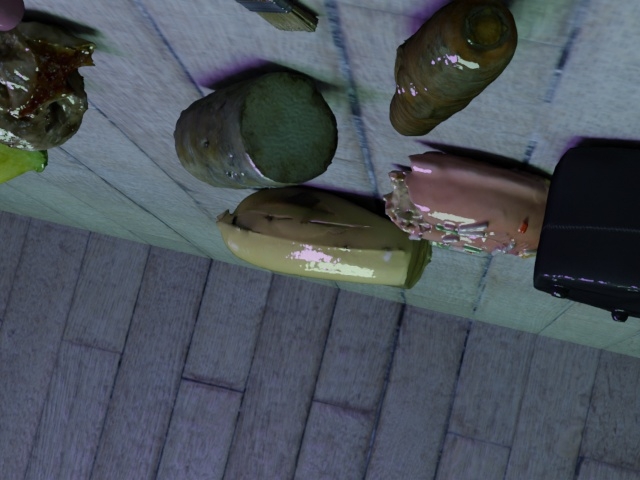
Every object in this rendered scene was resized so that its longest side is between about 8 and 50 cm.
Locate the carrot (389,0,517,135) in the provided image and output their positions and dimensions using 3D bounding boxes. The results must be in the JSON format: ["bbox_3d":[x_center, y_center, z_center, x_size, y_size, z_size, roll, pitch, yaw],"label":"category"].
[{"bbox_3d":[0.085,-0.120,0.935,0.070,0.070,0.342,14,174,-3],"label":"carrot"}]

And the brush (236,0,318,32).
[{"bbox_3d":[-0.061,-0.189,0.875,0.043,0.014,0.170,9,170,36],"label":"brush"}]

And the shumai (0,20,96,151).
[{"bbox_3d":[-0.289,-0.158,1.150,0.139,0.123,0.105,28,160,-5],"label":"shumai"}]

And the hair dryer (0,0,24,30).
[{"bbox_3d":[-0.336,-0.226,1.018,0.154,0.054,0.106,22,179,13],"label":"hair dryer"}]

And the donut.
[{"bbox_3d":[0.173,-0.034,1.350,0.199,0.085,0.233,13,174,-2],"label":"donut"}]

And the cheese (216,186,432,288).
[{"bbox_3d":[0.000,0.000,1.771,0.315,0.128,0.259,14,175,10],"label":"cheese"}]

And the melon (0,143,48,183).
[{"bbox_3d":[-0.491,-0.149,1.248,0.331,0.226,0.343,24,162,13],"label":"melon"}]

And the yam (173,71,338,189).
[{"bbox_3d":[-0.070,-0.103,1.184,0.107,0.107,0.194,17,173,-25],"label":"yam"}]

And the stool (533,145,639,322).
[{"bbox_3d":[0.313,0.003,1.134,0.232,0.141,0.232,13,172,2],"label":"stool"}]
